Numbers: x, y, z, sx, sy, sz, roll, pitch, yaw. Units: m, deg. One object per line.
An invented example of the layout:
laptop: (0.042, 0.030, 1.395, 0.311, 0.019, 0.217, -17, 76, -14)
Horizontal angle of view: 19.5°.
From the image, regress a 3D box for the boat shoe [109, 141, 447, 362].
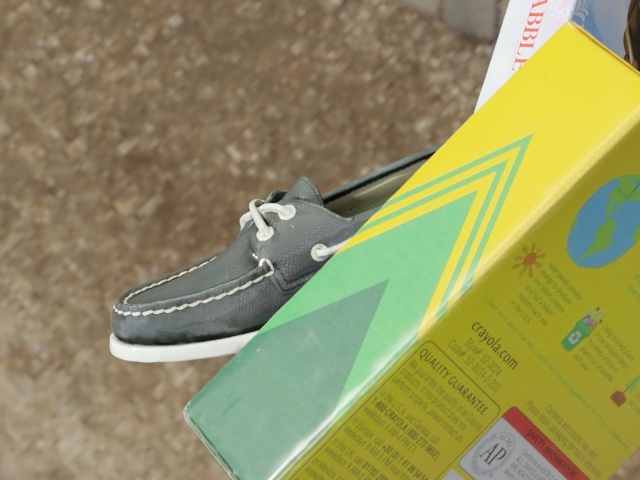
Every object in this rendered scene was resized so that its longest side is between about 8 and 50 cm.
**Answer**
boat shoe: (0.000, 0.000, 1.218, 0.114, 0.302, 0.091, -151, 46, -64)

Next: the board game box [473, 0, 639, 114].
board game box: (0.264, -0.139, 1.509, 0.066, 0.318, 0.319, 7, 163, 41)

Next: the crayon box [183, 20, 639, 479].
crayon box: (0.110, 0.036, 0.933, 0.081, 0.318, 0.202, 46, -179, 44)
